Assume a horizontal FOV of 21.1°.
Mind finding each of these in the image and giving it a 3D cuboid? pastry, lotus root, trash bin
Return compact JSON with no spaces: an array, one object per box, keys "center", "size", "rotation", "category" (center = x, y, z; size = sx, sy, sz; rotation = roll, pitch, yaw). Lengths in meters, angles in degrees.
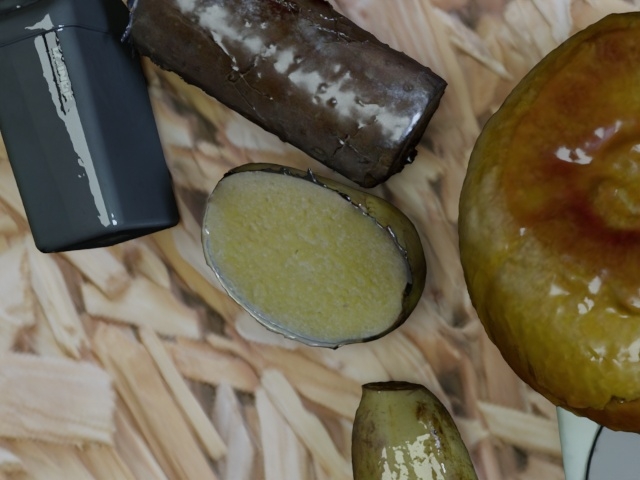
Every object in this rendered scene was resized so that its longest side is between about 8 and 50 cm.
[{"center":[0.273,-0.014,1.311],"size":[0.356,0.164,0.356],"rotation":[-8,67,19],"category":"pastry"},{"center":[0.088,0.240,1.426],"size":[0.110,0.097,0.258],"rotation":[-12,78,8],"category":"lotus root"},{"center":[-0.211,-0.113,1.475],"size":[0.101,0.176,0.236],"rotation":[-16,87,14],"category":"trash bin"}]

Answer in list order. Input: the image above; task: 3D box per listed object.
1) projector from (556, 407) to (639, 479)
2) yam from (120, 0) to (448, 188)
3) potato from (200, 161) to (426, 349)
[{"center":[0.328,0.199,1.366],"size":[0.257,0.079,0.259],"rotation":[-8,87,15],"category":"projector"},{"center":[-0.035,-0.153,1.457],"size":[0.279,0.131,0.131],"rotation":[32,97,11],"category":"yam"},{"center":[0.000,0.000,1.458],"size":[0.200,0.081,0.164],"rotation":[21,122,15],"category":"potato"}]
